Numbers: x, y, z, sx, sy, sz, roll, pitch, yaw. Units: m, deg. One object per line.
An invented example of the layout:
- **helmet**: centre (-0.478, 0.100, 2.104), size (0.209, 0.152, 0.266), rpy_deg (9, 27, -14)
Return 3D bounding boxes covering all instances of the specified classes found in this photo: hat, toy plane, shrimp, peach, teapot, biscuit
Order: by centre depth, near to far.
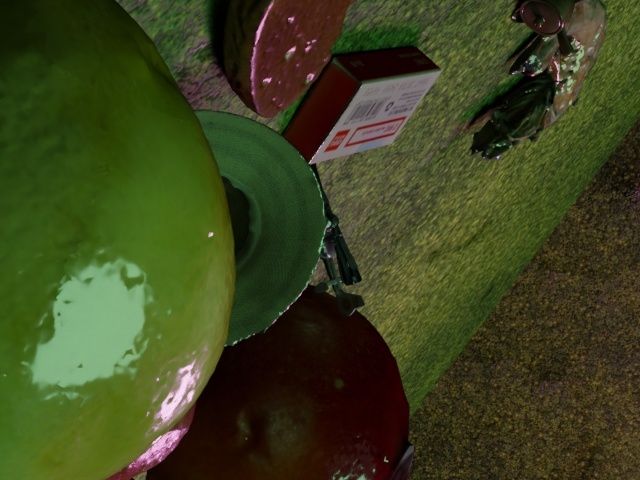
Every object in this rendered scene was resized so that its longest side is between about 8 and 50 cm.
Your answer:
- **peach**: centre (-0.198, -0.007, 0.747), size (0.282, 0.314, 0.315), rpy_deg (-12, 142, -15)
- **biscuit**: centre (0.014, -0.249, 1.150), size (0.277, 0.052, 0.262), rpy_deg (-44, 167, -12)
- **hat**: centre (-0.124, -0.024, 1.190), size (0.252, 0.252, 0.110), rpy_deg (-51, -154, 11)
- **toy plane**: centre (0.000, 0.001, 1.522), size (0.053, 0.197, 0.078), rpy_deg (-17, 176, -39)
- **peach**: centre (-0.037, 0.260, 1.603), size (0.335, 0.310, 0.405), rpy_deg (8, 97, -68)
- **teapot**: centre (0.322, -0.309, 1.729), size (0.085, 0.110, 0.080), rpy_deg (0, -133, 49)
- **shrimp**: centre (0.350, -0.256, 1.964), size (0.360, 0.085, 0.247), rpy_deg (-45, 155, -23)

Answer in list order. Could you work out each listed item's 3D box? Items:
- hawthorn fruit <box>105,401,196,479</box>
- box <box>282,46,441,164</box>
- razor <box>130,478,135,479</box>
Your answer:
- **hawthorn fruit**: centre (-0.242, 0.116, 0.969), size (0.254, 0.254, 0.300), rpy_deg (-55, 174, 22)
- **box**: centre (0.054, -0.162, 1.455), size (0.123, 0.050, 0.229), rpy_deg (-54, 163, 28)
- **razor**: centre (-0.237, 0.445, 1.626), size (0.107, 0.326, 0.189), rpy_deg (-31, 163, 4)
